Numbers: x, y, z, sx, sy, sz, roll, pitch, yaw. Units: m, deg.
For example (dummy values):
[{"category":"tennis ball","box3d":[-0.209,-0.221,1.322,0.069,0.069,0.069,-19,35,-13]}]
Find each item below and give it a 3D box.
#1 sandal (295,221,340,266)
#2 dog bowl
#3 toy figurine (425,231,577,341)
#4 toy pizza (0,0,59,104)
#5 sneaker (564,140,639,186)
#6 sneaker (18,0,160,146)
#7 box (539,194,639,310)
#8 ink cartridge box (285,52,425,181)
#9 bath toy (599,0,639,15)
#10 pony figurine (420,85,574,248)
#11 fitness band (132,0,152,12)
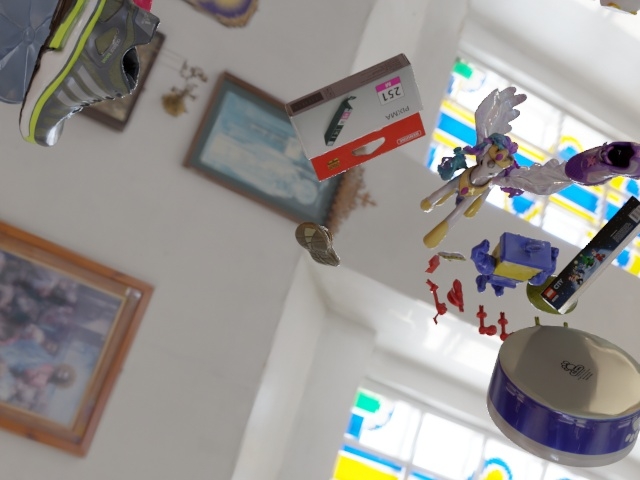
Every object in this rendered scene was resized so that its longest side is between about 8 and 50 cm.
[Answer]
[{"category":"sandal","box3d":[0.000,0.000,1.786,0.072,0.180,0.049,11,-110,23]},{"category":"dog bowl","box3d":[0.427,0.262,1.547,0.265,0.264,0.104,-105,-160,-59]},{"category":"toy figurine","box3d":[0.421,0.080,1.836,0.217,0.362,0.191,121,-21,-53]},{"category":"toy pizza","box3d":[-0.424,-0.293,1.264,0.201,0.032,0.201,-55,156,-39]},{"category":"sneaker","box3d":[0.630,-0.176,1.965,0.236,0.104,0.095,-3,-101,51]},{"category":"sneaker","box3d":[-0.298,-0.204,1.127,0.300,0.121,0.111,-42,-145,51]},{"category":"box","box3d":[0.493,0.031,1.601,0.233,0.044,0.159,-48,162,7]},{"category":"ink cartridge box","box3d":[0.089,-0.246,1.928,0.275,0.239,0.060,-24,-136,1]},{"category":"bath toy","box3d":[0.529,-0.554,1.788,0.151,0.348,0.129,41,-63,60]},{"category":"pony figurine","box3d":[0.416,-0.166,2.183,0.351,0.303,0.363,-34,170,-40]},{"category":"fitness band","box3d":[-0.388,-0.402,1.614,0.290,0.054,0.209,14,-105,51]}]
